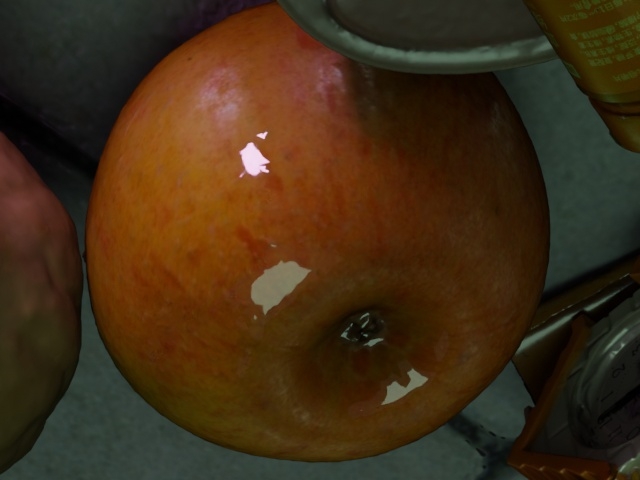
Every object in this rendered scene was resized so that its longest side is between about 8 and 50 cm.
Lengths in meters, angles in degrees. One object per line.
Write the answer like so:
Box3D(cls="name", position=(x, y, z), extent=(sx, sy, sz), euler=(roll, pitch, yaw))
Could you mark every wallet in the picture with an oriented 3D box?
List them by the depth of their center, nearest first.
Box3D(cls="wallet", position=(0.237, 0.101, 1.323), extent=(0.161, 0.042, 0.195), euler=(-28, 118, 10))

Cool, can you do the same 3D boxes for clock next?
Box3D(cls="clock", position=(0.239, 0.100, 1.182), extent=(0.106, 0.220, 0.255), euler=(37, 117, -21))

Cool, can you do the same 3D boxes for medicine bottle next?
Box3D(cls="medicine bottle", position=(0.139, -0.140, 0.854), extent=(0.096, 0.096, 0.192), euler=(-28, 123, 17))

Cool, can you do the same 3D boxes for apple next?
Box3D(cls="apple", position=(0.000, 0.000, 1.105), extent=(0.299, 0.275, 0.299), euler=(-3, 123, -5))

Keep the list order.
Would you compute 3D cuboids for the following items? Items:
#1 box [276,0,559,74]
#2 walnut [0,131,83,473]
Box3D(cls="box", position=(0.081, -0.263, 0.951), extent=(0.301, 0.216, 0.301), euler=(0, 124, 0))
Box3D(cls="walnut", position=(-0.327, 0.044, 1.070), extent=(0.383, 0.383, 0.384), euler=(-1, 126, -1))
